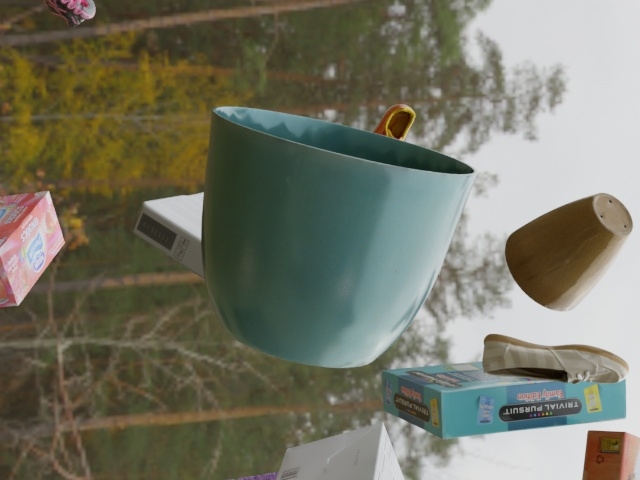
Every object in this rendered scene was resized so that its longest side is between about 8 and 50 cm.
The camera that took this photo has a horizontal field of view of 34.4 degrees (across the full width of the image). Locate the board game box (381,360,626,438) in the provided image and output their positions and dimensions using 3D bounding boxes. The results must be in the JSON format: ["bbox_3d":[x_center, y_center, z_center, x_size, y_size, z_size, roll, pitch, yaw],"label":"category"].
[{"bbox_3d":[0.308,0.264,1.774,0.254,0.336,0.079,-176,-96,-72],"label":"board game box"}]

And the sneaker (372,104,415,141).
[{"bbox_3d":[0.109,-0.167,1.847,0.175,0.064,0.067,-64,-165,4],"label":"sneaker"}]

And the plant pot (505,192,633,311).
[{"bbox_3d":[0.606,0.004,2.432,0.254,0.237,0.237,-48,-136,45],"label":"plant pot"}]

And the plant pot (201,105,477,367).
[{"bbox_3d":[0.000,0.000,1.140,0.293,0.293,0.235,-133,-126,-68],"label":"plant pot"}]

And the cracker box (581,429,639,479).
[{"bbox_3d":[0.463,0.373,1.478,0.067,0.232,0.155,-8,-115,46],"label":"cracker box"}]

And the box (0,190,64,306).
[{"bbox_3d":[-0.708,0.019,2.309,0.300,0.154,0.142,-76,158,-62],"label":"box"}]

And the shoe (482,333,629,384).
[{"bbox_3d":[0.352,0.192,1.561,0.076,0.219,0.058,76,26,-55],"label":"shoe"}]

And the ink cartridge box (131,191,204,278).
[{"bbox_3d":[-0.131,0.012,1.686,0.060,0.275,0.239,-64,162,18],"label":"ink cartridge box"}]

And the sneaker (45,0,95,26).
[{"bbox_3d":[-0.386,-0.353,1.490,0.057,0.119,0.047,-28,-148,39],"label":"sneaker"}]

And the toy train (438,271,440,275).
[{"bbox_3d":[0.016,-0.012,1.400,0.142,0.334,0.190,-45,-128,46],"label":"toy train"}]

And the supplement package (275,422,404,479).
[{"bbox_3d":[0.033,0.469,1.867,0.262,0.204,0.145,-61,132,-75],"label":"supplement package"}]

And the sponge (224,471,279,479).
[{"bbox_3d":[-0.150,0.539,2.101,0.031,0.210,0.117,67,15,-51],"label":"sponge"}]
